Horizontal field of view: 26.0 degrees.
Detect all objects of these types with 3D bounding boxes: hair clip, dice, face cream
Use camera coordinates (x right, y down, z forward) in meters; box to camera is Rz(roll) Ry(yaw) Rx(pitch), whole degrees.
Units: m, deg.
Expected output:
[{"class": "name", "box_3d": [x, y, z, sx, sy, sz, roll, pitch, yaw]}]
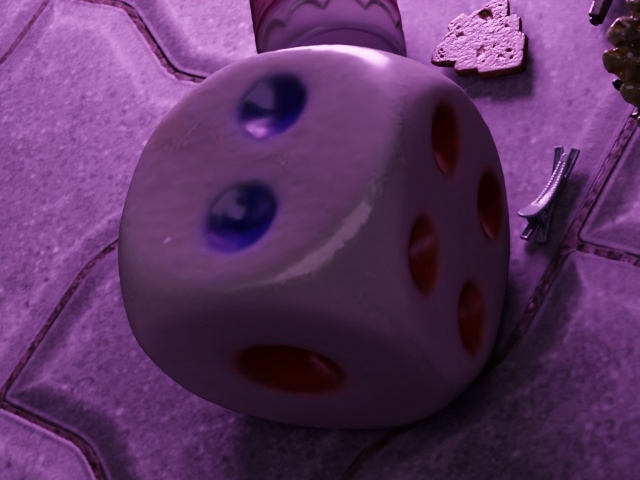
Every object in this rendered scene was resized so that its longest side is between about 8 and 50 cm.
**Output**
[{"class": "hair clip", "box_3d": [0.238, -0.054, 1.447, 0.030, 0.039, 0.115, 12, 61, 30]}, {"class": "dice", "box_3d": [0.000, 0.000, 1.388, 0.304, 0.277, 0.304, -6, 53, 30]}, {"class": "face cream", "box_3d": [0.008, -0.253, 1.633, 0.175, 0.175, 0.195, -22, 47, 15]}]

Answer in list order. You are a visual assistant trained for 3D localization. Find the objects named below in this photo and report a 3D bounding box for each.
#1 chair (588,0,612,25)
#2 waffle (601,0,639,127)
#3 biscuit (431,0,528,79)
[{"class": "chair", "box_3d": [0.385, -0.377, 1.531, 0.147, 0.136, 0.270, 10, 64, 34]}, {"class": "waffle", "box_3d": [0.395, -0.180, 1.384, 0.208, 0.054, 0.214, -44, 79, 7]}, {"class": "biscuit", "box_3d": [0.194, -0.225, 1.610, 0.119, 0.019, 0.130, -40, 46, -2]}]
